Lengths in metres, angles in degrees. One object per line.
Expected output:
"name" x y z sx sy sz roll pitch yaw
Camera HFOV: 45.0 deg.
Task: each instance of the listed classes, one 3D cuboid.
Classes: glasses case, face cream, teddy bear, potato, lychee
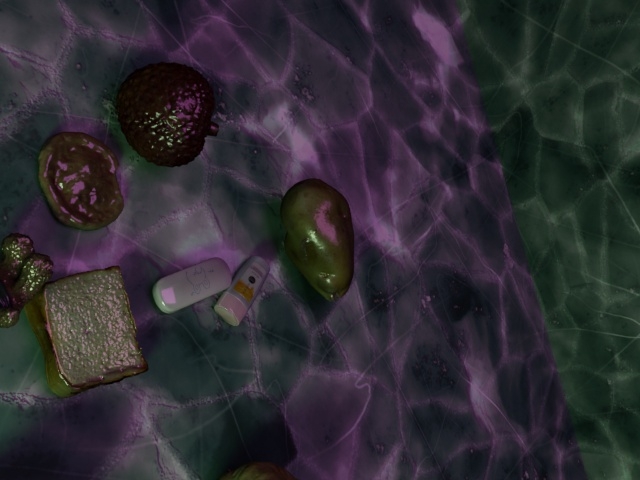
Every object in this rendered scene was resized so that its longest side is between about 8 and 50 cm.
"glasses case" -0.314 0.108 1.911 0.233 0.059 0.092 -22 91 -46
"face cream" -0.201 0.127 2.023 0.084 0.057 0.198 43 48 -16
"teddy bear" -0.644 0.108 1.531 0.251 0.182 0.129 -38 143 -36
"potato" 0.002 -0.001 2.165 0.202 0.218 0.351 -16 90 -21
"lychee" -0.371 -0.307 1.869 0.260 0.260 0.261 18 64 -41

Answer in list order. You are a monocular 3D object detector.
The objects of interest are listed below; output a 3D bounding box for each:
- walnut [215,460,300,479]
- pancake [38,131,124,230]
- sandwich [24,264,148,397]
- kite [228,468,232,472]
"walnut" -0.133 0.655 1.759 0.253 0.282 0.277 -45 109 -2
"pancake" -0.544 -0.139 1.775 0.222 0.042 0.236 24 61 -41
"sandwich" -0.504 0.198 1.664 0.226 0.087 0.251 -15 84 -49
"kite" -0.153 0.647 1.925 0.222 0.008 0.125 25 60 -39
